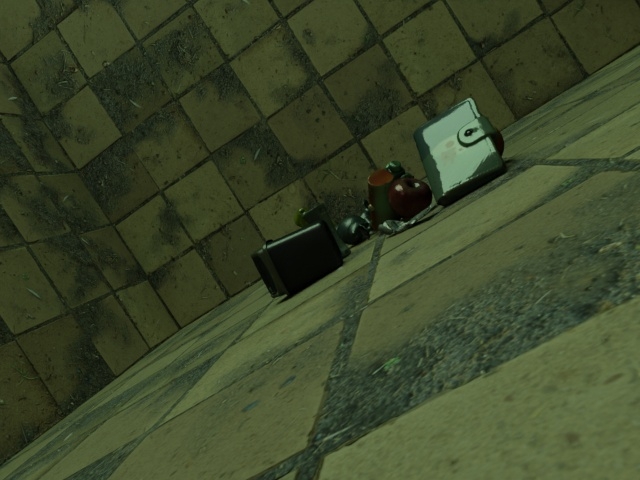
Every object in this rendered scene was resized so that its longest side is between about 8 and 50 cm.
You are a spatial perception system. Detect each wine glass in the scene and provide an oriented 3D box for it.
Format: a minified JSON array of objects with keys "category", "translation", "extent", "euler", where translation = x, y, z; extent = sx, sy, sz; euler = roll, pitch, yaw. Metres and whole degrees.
[{"category":"wine glass","translation":[0.230,-0.071,2.130],"extent":[0.155,0.072,0.072],"euler":[-33,3,-14]}]

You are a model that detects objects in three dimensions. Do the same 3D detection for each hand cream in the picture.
[{"category":"hand cream","translation":[0.271,-0.061,1.721],"extent":[0.084,0.050,0.257],"euler":[-38,9,-35]}]

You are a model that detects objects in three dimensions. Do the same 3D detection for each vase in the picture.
[{"category":"vase","translation":[0.028,-0.027,2.041],"extent":[0.096,0.219,0.096],"euler":[-33,2,1]}]

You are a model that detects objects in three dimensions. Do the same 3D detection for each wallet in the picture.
[{"category":"wallet","translation":[0.437,-0.293,1.719],"extent":[0.252,0.083,0.360],"euler":[-32,44,24]}]

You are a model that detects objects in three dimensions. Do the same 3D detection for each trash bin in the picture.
[{"category":"trash bin","translation":[-0.082,0.064,1.895],"extent":[0.290,0.209,0.182],"euler":[-26,2,9]}]

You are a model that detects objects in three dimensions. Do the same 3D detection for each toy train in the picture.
[{"category":"toy train","translation":[0.245,-0.159,1.984],"extent":[0.177,0.116,0.285],"euler":[-32,-37,-18]}]

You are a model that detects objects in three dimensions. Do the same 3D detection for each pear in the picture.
[{"category":"pear","translation":[-0.078,-0.103,2.440],"extent":[0.092,0.097,0.092],"euler":[-14,34,10]}]

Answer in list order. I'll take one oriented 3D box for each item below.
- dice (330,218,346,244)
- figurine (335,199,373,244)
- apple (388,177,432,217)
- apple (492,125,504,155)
[{"category":"dice","translation":[0.000,0.000,2.453],"extent":[0.169,0.169,0.166],"euler":[-33,3,-19]},{"category":"figurine","translation":[0.179,-0.080,2.259],"extent":[0.265,0.140,0.193],"euler":[-56,27,-13]},{"category":"apple","translation":[0.303,-0.145,1.838],"extent":[0.153,0.153,0.120],"euler":[-35,-36,-44]},{"category":"apple","translation":[0.516,-0.295,1.830],"extent":[0.207,0.174,0.188],"euler":[-5,57,57]}]
